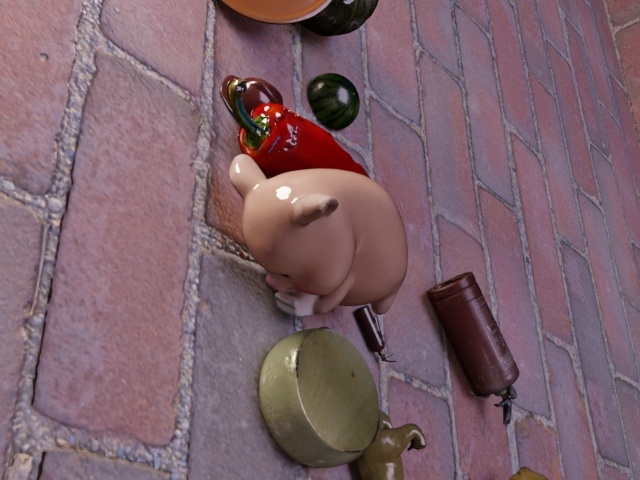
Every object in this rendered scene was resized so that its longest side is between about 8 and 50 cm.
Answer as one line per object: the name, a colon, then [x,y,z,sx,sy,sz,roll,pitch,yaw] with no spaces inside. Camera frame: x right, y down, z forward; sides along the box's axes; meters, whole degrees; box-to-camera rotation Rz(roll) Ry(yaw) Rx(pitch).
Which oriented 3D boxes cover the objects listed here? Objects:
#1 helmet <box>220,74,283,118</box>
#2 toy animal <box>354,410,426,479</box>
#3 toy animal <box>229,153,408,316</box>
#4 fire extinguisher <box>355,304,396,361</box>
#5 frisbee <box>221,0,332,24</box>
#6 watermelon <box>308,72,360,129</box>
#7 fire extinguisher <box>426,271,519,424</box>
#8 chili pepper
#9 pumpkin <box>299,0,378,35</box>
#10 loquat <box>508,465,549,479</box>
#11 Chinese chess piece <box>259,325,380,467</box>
helmet: [-0.094,-0.217,1.250,0.111,0.057,0.089,41,44,-32]
toy animal: [0.096,0.353,1.159,0.101,0.103,0.218,-2,74,-34]
toy animal: [-0.003,0.001,1.151,0.256,0.195,0.213,-2,111,-49]
fire extinguisher: [0.088,0.152,1.313,0.046,0.032,0.100,-30,96,-90]
frisbee: [-0.081,-0.466,1.328,0.251,0.021,0.251,3,77,-14]
watermelon: [0.033,-0.250,1.435,0.105,0.062,0.105,23,57,-41]
fire extinguisher: [0.290,0.198,1.487,0.105,0.105,0.269,-25,91,-56]
chili pepper: [-0.021,-0.125,1.257,0.387,0.110,0.110,27,50,-46]
pumpkin: [0.013,-0.478,1.458,0.224,0.157,0.223,12,71,-38]
loquat: [0.357,0.480,1.377,0.152,0.152,0.195,36,53,-37]
Chinese chess piece: [0.000,0.213,1.109,0.188,0.083,0.188,31,45,-37]
